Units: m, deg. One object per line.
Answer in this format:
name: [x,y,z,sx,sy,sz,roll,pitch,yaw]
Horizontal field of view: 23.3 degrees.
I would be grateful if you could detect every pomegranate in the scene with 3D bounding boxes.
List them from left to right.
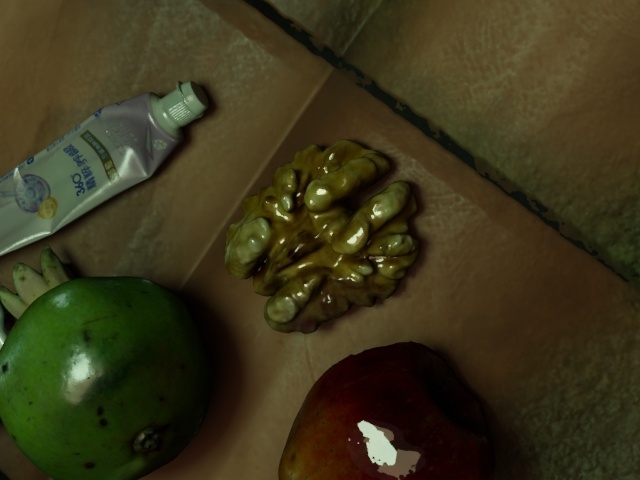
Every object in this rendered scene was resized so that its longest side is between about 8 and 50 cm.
pomegranate: [-0.196,0.098,1.310,0.187,0.187,0.225,-52,54,16]

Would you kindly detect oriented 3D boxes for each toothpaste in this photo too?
toothpaste: [-0.226,-0.053,1.352,0.301,0.048,0.075,-30,73,18]

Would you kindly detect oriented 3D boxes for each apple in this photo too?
apple: [0.050,0.174,1.250,0.158,0.147,0.156,-40,106,19]

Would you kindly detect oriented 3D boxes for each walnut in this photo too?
walnut: [0.000,0.000,1.280,0.170,0.069,0.143,-41,83,15]

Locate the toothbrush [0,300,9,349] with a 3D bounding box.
toothbrush: [-0.205,0.196,1.383,0.042,0.040,0.418,-36,86,16]

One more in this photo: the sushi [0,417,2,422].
sushi: [-0.323,0.131,1.406,0.083,0.056,0.084,-21,92,26]
